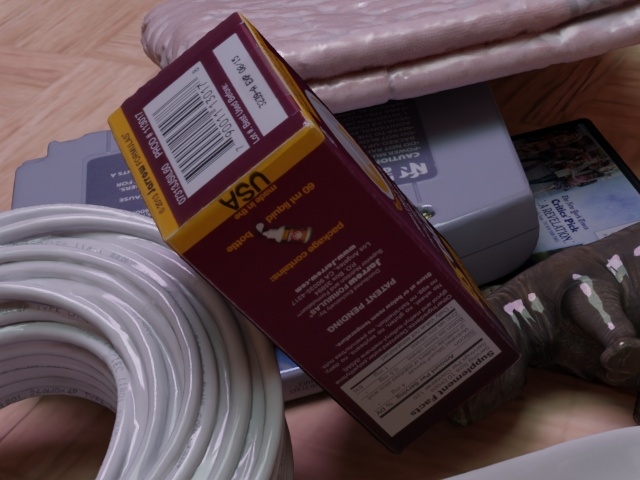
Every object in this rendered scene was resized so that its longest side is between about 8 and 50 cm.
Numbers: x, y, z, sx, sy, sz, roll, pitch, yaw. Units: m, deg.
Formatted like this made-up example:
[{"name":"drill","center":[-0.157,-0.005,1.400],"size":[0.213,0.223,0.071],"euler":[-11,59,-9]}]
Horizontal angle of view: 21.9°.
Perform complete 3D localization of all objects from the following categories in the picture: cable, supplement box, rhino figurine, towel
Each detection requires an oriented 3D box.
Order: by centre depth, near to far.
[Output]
[{"name":"supplement box","center":[0.000,0.000,0.758],"size":[0.081,0.188,0.104],"euler":[-38,41,7]},{"name":"cable","center":[-0.139,0.100,0.767],"size":[0.257,0.089,0.257],"euler":[35,65,31]},{"name":"rhino figurine","center":[0.144,0.040,0.834],"size":[0.243,0.073,0.106],"euler":[-19,38,-4]},{"name":"towel","center":[0.052,-0.147,1.068],"size":[0.317,0.053,0.332],"euler":[-13,15,-9]}]

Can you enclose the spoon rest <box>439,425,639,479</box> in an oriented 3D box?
[{"name":"spoon rest","center":[0.086,0.139,0.691],"size":[0.276,0.084,0.137],"euler":[-14,33,-4]}]

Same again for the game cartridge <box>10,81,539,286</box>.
[{"name":"game cartridge","center":[-0.032,-0.016,0.949],"size":[0.294,0.060,0.196],"euler":[-11,29,1]}]

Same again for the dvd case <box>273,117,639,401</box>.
[{"name":"dvd case","center":[0.069,0.005,0.954],"size":[0.253,0.022,0.180],"euler":[-15,32,-6]}]
